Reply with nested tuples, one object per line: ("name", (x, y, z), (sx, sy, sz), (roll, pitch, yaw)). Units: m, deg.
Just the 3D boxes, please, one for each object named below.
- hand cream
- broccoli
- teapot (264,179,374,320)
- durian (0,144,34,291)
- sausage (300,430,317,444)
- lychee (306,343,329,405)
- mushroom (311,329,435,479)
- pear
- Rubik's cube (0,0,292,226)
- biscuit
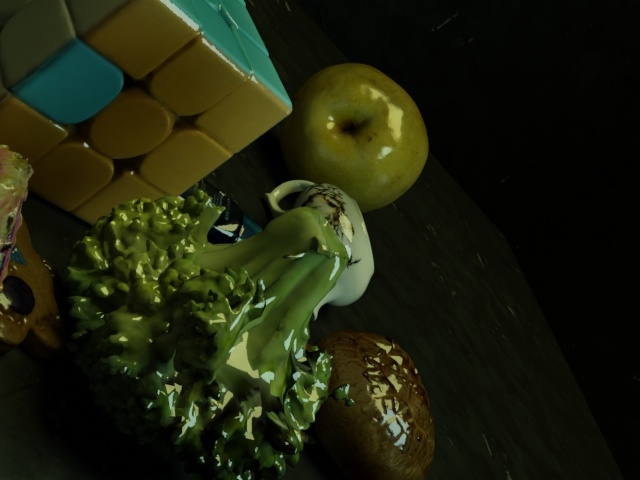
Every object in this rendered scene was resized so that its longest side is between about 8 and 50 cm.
("hand cream", (-0.198, -0.065, 1.599), (0.270, 0.061, 0.120), (37, 27, -28))
("broccoli", (-0.094, 0.083, 1.145), (0.293, 0.281, 0.348), (45, 14, -38))
("teapot", (0.000, 0.000, 1.889), (0.299, 0.166, 0.208), (56, -5, 44))
("durian", (-0.327, 0.014, 0.911), (0.186, 0.154, 0.260), (29, 28, -8))
("sausage", (-0.031, 0.258, 1.465), (0.100, 0.015, 0.015), (31, 28, -55))
("lychee", (-0.037, 0.177, 1.449), (0.114, 0.101, 0.140), (49, 20, 15))
("mushroom", (0.072, 0.242, 1.557), (0.253, 0.153, 0.253), (51, 21, -28))
("pear", (0.065, -0.200, 2.185), (0.314, 0.314, 0.314), (49, 17, -20))
("Rubik's cube", (-0.259, -0.229, 1.306), (0.292, 0.291, 0.290), (37, 24, -51))
("biscuit", (-0.325, 0.010, 1.087), (0.236, 0.039, 0.180), (59, 17, 21))
